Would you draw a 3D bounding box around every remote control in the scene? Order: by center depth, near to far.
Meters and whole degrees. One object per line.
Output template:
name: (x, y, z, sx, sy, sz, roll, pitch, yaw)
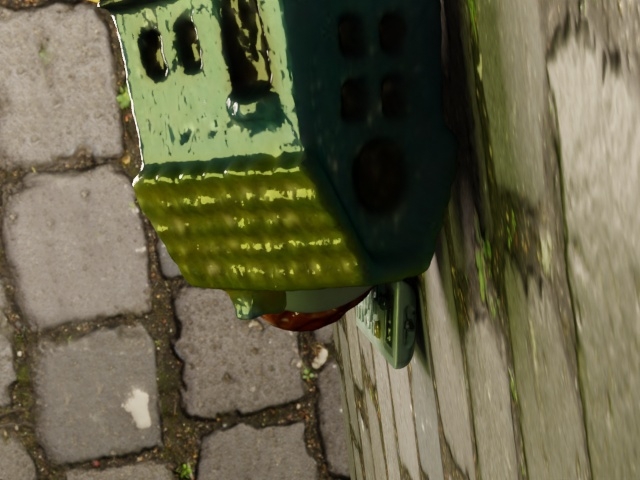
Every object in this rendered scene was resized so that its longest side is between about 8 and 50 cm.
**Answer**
remote control: (0.079, 0.073, 2.251, 0.293, 0.051, 0.103, -124, 34, -79)

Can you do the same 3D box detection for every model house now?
model house: (-0.028, -0.084, 1.612, 0.237, 0.215, 0.303, -2, 101, 45)

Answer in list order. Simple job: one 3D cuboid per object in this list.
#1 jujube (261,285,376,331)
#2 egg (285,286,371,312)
jujube: (0.000, 0.000, 2.155, 0.250, 0.174, 0.174, 130, 137, -53)
egg: (-0.012, -0.109, 1.857, 0.230, 0.229, 0.371, -107, 17, -72)
